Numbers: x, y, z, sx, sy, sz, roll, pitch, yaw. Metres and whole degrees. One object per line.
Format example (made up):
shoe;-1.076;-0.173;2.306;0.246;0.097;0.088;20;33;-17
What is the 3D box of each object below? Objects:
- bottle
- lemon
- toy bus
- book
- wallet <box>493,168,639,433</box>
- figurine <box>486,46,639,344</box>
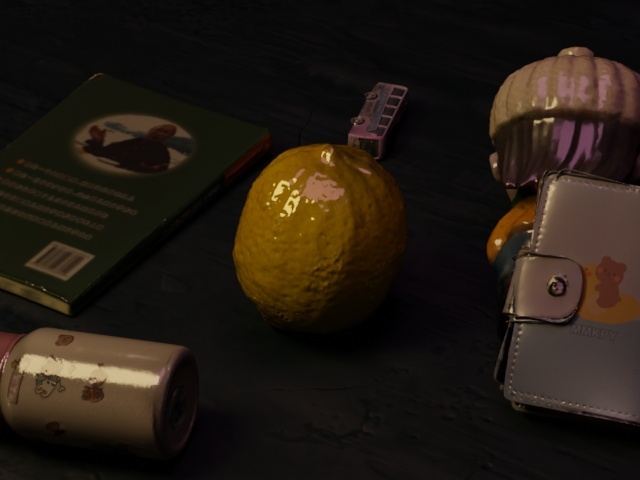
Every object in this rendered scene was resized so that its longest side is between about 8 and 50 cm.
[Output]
bottle;-0.238;0.139;1.848;0.233;0.110;0.110;6;35;17
lemon;0.000;-0.003;1.954;0.180;0.193;0.180;-3;8;0
toy bus;0.068;-0.138;2.286;0.052;0.037;0.131;10;35;13
book;-0.262;-0.058;2.205;0.260;0.043;0.371;20;42;29
wallet;0.258;0.057;1.829;0.170;0.231;0.069;10;-5;17
figurine;0.255;-0.056;1.990;0.185;0.204;0.332;5;35;9
